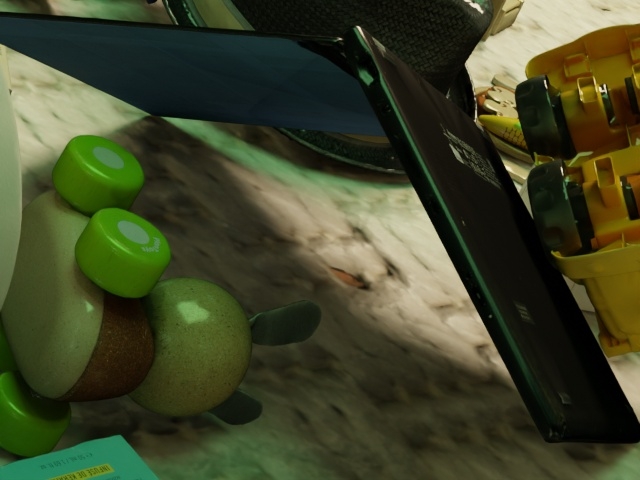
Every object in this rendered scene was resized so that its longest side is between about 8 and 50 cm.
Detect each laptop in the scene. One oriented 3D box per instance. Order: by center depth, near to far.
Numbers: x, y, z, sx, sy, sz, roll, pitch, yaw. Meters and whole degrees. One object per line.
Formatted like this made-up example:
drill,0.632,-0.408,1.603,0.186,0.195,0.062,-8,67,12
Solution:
laptop,0.000,0.000,1.251,0.408,0.236,0.382,64,12,13

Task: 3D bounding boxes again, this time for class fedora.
fedora,0.026,-0.219,1.574,0.334,0.152,0.334,22,44,-23

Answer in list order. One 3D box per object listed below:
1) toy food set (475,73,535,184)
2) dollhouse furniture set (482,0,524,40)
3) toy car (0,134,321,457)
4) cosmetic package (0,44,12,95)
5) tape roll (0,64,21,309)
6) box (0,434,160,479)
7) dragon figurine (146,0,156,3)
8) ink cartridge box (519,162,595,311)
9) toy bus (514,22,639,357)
toy food set,0.195,-0.110,1.715,0.132,0.038,0.192,27,29,4
dollhouse furniture set,0.112,-0.278,1.859,0.161,0.101,0.182,33,30,14
toy car,-0.096,0.051,1.141,0.188,0.155,0.149,18,29,-30
cosmetic package,-0.268,-0.132,1.405,0.060,0.041,0.115,11,32,-24
tape roll,-0.299,-0.033,1.018,0.169,0.246,0.246,-7,42,-44
box,-0.080,0.210,0.975,0.100,0.060,0.244,-11,45,-46
dragon figurine,-0.137,-0.343,1.684,0.085,0.289,0.144,32,-9,-37
ink cartridge box,0.232,-0.006,1.523,0.092,0.090,0.143,8,33,-27
toy bus,0.241,-0.021,1.365,0.149,0.211,0.220,-16,45,12
